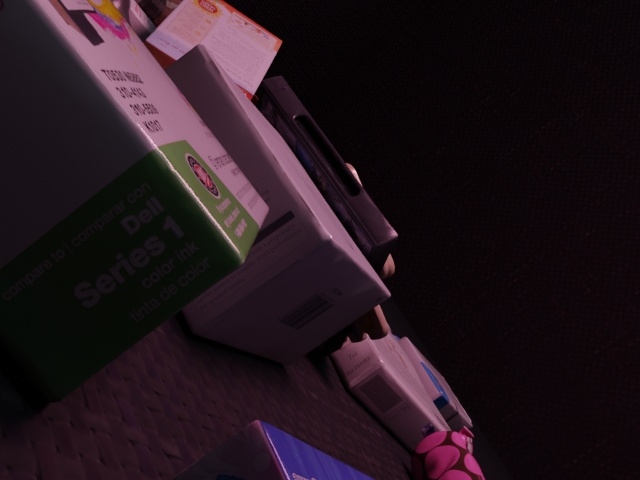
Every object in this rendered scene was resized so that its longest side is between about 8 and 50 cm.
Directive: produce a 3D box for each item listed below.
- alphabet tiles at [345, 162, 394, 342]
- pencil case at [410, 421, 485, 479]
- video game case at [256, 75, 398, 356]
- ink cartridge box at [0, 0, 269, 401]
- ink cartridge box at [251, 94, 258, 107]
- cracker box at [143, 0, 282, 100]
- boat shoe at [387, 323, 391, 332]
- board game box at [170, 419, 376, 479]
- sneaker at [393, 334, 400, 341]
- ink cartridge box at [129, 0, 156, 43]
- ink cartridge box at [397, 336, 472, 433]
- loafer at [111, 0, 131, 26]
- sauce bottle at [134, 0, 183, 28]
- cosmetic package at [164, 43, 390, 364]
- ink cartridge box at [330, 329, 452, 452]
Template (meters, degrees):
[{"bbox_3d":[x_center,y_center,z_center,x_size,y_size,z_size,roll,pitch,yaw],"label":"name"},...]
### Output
[{"bbox_3d":[0.000,0.000,0.941,0.284,0.021,0.278,-25,-93,64],"label":"alphabet tiles"},{"bbox_3d":[0.176,0.320,0.899,0.095,0.098,0.209,52,6,-21],"label":"pencil case"},{"bbox_3d":[-0.021,-0.019,0.901,0.248,0.035,0.275,56,-28,23],"label":"video game case"},{"bbox_3d":[-0.159,-0.082,0.395,0.278,0.117,0.201,53,5,-8],"label":"ink cartridge box"},{"bbox_3d":[-0.105,-0.159,1.404,0.181,0.056,0.225,56,-12,13],"label":"ink cartridge box"},{"bbox_3d":[-0.157,-0.264,1.049,0.155,0.067,0.232,32,35,-12],"label":"cracker box"},{"bbox_3d":[0.101,0.175,1.479,0.142,0.049,0.040,41,18,-39],"label":"boat shoe"},{"bbox_3d":[0.075,0.283,0.405,0.318,0.066,0.319,58,7,36],"label":"board game box"},{"bbox_3d":[0.128,0.211,1.448,0.144,0.053,0.059,40,15,-39],"label":"sneaker"},{"bbox_3d":[-0.274,-0.300,1.100,0.181,0.061,0.104,50,6,-30],"label":"ink cartridge box"},{"bbox_3d":[0.197,0.288,1.377,0.191,0.082,0.140,50,6,-48],"label":"ink cartridge box"},{"bbox_3d":[-0.263,-0.295,0.901,0.170,0.061,0.062,54,5,-5],"label":"loafer"},{"bbox_3d":[-0.302,-0.426,1.440,0.111,0.111,0.344,55,7,10],"label":"sauce bottle"},{"bbox_3d":[-0.069,-0.020,0.690,0.225,0.138,0.224,58,6,23],"label":"cosmetic package"},{"bbox_3d":[0.092,0.194,1.141,0.296,0.066,0.261,50,6,-38],"label":"ink cartridge box"}]
